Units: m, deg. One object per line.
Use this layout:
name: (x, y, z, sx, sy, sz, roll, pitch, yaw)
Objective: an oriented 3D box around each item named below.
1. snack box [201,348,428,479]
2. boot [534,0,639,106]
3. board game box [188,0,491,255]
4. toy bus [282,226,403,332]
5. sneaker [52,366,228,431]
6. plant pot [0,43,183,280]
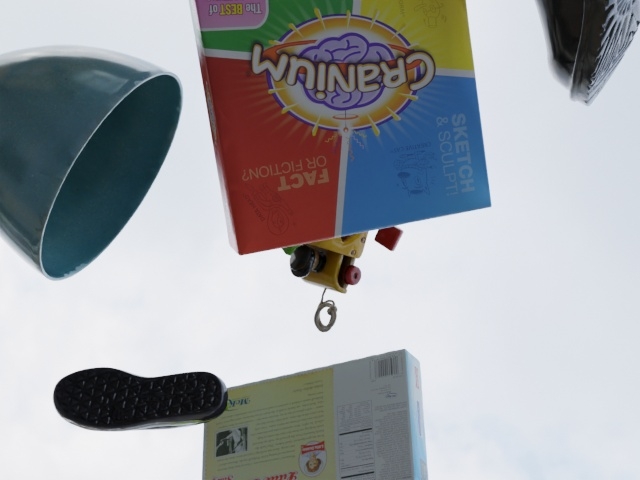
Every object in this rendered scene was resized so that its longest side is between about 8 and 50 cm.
snack box: (-0.014, 0.275, 1.450, 0.321, 0.060, 0.187, -15, -123, 22)
boot: (0.232, -0.329, 1.176, 0.260, 0.131, 0.348, 29, -30, 28)
board game box: (0.013, -0.165, 0.937, 0.242, 0.064, 0.317, -11, -79, -10)
toy bus: (0.000, -0.012, 1.419, 0.191, 0.104, 0.202, -42, -131, 29)
sneaker: (-0.235, 0.223, 1.394, 0.097, 0.234, 0.084, 120, -29, -61)
plant pot: (-0.329, -0.125, 1.286, 0.195, 0.290, 0.290, 31, -59, 8)
